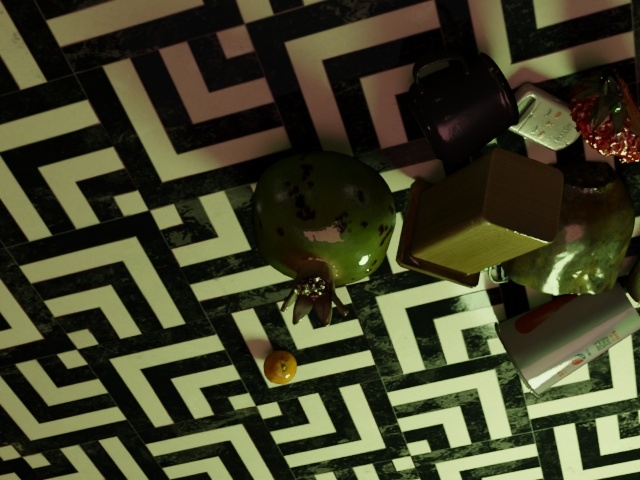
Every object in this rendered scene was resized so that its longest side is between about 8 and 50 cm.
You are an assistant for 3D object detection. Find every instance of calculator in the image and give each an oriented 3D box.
[{"bbox_3d":[0.424,-0.236,1.648,0.175,0.032,0.100,22,126,-18],"label":"calculator"}]

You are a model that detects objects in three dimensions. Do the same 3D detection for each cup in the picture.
[{"bbox_3d":[0.565,0.203,1.934,0.288,0.203,0.203,-32,124,16],"label":"cup"},{"bbox_3d":[0.249,-0.254,1.535,0.176,0.169,0.223,-25,137,11],"label":"cup"}]

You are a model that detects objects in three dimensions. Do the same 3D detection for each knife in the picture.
[{"bbox_3d":[0.378,0.016,1.867,0.054,0.015,0.212,-8,130,6],"label":"knife"}]

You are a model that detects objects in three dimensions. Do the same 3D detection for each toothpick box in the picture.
[{"bbox_3d":[0.300,-0.044,1.616,0.187,0.190,0.308,19,162,-15],"label":"toothpick box"}]

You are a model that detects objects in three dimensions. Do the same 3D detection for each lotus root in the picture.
[{"bbox_3d":[0.535,-0.024,1.757,0.267,0.149,0.260,4,128,-11],"label":"lotus root"}]

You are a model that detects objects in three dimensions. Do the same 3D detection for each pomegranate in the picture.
[{"bbox_3d":[-0.005,-0.022,1.629,0.290,0.323,0.291,9,128,12],"label":"pomegranate"}]

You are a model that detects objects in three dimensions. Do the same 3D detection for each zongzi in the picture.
[{"bbox_3d":[0.784,0.057,1.872,0.204,0.094,0.205,-1,134,-12],"label":"zongzi"}]

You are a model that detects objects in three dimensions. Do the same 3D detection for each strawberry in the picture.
[{"bbox_3d":[0.533,-0.216,1.580,0.106,0.188,0.286,-20,150,28],"label":"strawberry"}]

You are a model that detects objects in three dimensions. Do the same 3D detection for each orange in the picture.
[{"bbox_3d":[-0.096,0.302,2.047,0.083,0.083,0.083,-1,130,-1],"label":"orange"}]
